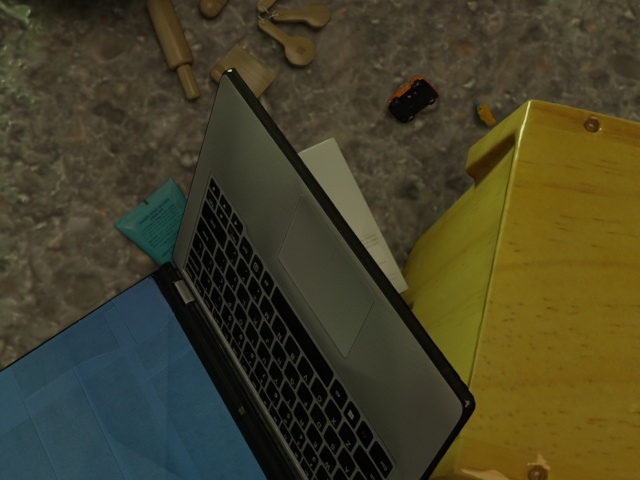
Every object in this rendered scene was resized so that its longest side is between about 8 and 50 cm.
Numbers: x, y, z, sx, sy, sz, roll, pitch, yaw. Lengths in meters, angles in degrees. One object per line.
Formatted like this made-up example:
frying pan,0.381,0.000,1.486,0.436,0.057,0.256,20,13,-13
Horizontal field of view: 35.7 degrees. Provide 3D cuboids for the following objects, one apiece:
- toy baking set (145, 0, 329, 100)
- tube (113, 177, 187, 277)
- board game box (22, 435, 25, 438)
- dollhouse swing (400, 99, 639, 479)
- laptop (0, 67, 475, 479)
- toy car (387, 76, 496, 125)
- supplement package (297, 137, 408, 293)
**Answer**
toy baking set,-0.104,-0.276,1.135,0.196,0.030,0.256,-24,84,-15
tube,-0.125,0.031,1.066,0.080,0.052,0.207,-40,82,-16
board game box,-0.293,0.338,0.989,0.124,0.039,0.260,23,80,-4
dollhouse swing,0.215,0.109,0.926,0.315,0.305,0.347,14,63,4
laptop,-0.131,0.139,0.855,0.236,0.408,0.382,-13,53,-33
toy car,0.137,-0.153,1.154,0.122,0.060,0.041,22,32,-21
supplement package,0.000,0.000,1.058,0.105,0.105,0.179,-25,85,-11
